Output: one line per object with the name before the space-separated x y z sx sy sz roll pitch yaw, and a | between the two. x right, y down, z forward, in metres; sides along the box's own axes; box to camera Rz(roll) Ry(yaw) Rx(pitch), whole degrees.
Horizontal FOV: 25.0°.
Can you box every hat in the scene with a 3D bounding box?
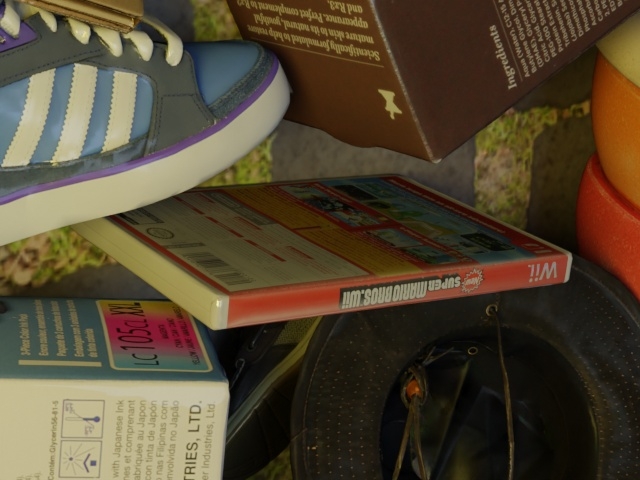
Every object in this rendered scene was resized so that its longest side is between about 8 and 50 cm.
hat | 0.109 0.158 1.094 0.331 0.134 0.331 5 76 -23

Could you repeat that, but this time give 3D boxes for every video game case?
video game case | 0.000 0.000 0.988 0.285 0.204 0.025 -6 111 -34

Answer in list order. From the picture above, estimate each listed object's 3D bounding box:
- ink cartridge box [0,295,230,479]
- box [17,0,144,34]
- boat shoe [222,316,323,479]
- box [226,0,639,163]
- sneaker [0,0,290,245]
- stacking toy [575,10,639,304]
ink cartridge box | -0.264 0.173 0.835 0.395 0.151 0.270 2 105 -15
box | -0.183 -0.227 0.830 0.164 0.021 0.201 12 58 -38
boat shoe | -0.028 0.083 1.078 0.223 0.073 0.080 -50 150 -17
box | 0.136 -0.223 1.030 0.381 0.191 0.143 -39 122 -21
sneaker | -0.176 -0.136 0.868 0.322 0.130 0.236 -22 120 -23
stacking toy | 0.324 0.049 1.227 0.350 0.350 0.480 -2 123 -35
